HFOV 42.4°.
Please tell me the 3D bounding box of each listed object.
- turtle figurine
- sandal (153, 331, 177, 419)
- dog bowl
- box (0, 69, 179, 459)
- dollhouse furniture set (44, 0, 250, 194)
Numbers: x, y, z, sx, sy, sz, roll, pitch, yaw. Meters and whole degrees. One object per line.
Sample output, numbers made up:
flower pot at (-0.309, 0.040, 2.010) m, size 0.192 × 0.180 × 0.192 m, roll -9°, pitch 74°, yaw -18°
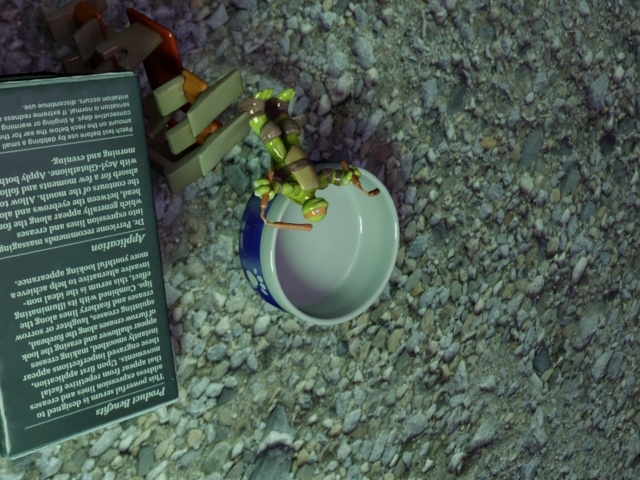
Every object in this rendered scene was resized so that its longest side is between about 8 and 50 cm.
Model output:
turtle figurine at (-0.032, -0.114, 1.219) m, size 0.269 × 0.087 × 0.217 m, roll -17°, pitch 81°, yaw -47°
sandal at (-0.254, 0.140, 1.204) m, size 0.076 × 0.102 × 0.265 m, roll -26°, pitch 112°, yaw -27°
dog bowl at (0.000, 0.000, 1.364) m, size 0.264 × 0.104 × 0.265 m, roll -9°, pitch 105°, yaw -36°
box at (-0.345, 0.004, 0.987) m, size 0.212 × 0.293 × 0.396 m, roll -14°, pitch 107°, yaw -34°
dollhouse furniture set at (-0.201, -0.196, 1.101) m, size 0.135 × 0.262 × 0.259 m, roll -46°, pitch 156°, yaw -23°
